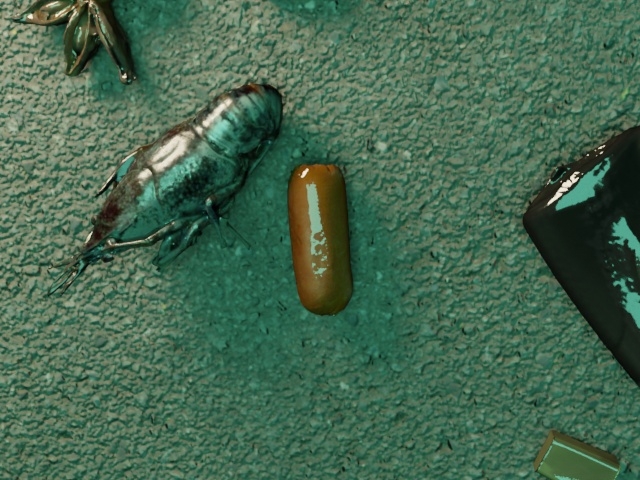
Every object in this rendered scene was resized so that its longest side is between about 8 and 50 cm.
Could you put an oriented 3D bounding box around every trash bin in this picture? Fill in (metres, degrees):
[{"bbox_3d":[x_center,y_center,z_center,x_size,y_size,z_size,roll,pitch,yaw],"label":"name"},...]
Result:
[{"bbox_3d":[0.330,0.291,1.278,0.092,0.043,0.061,26,102,4],"label":"trash bin"}]

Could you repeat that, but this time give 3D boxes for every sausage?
[{"bbox_3d":[0.000,0.000,1.243,0.076,0.076,0.197,-3,101,6],"label":"sausage"}]

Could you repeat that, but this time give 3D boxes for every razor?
[{"bbox_3d":[0.406,0.040,1.187,0.204,0.113,0.349,-37,93,10],"label":"razor"}]

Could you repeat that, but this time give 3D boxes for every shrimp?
[{"bbox_3d":[-0.173,-0.040,1.215,0.172,0.137,0.372,46,100,14],"label":"shrimp"}]

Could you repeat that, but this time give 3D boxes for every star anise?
[{"bbox_3d":[-0.292,-0.306,1.226,0.172,0.063,0.208,13,105,7],"label":"star anise"}]
